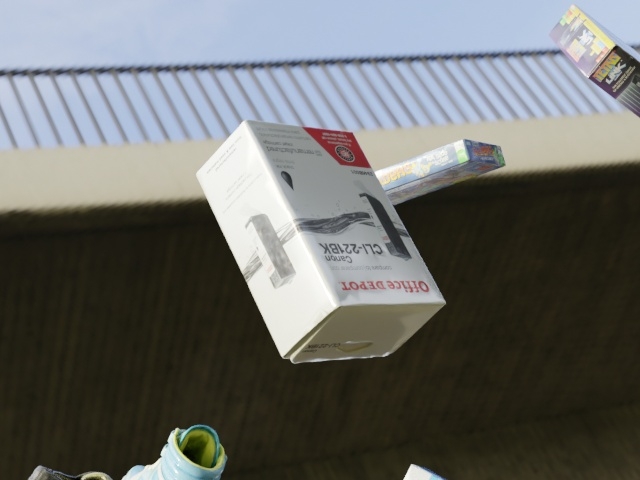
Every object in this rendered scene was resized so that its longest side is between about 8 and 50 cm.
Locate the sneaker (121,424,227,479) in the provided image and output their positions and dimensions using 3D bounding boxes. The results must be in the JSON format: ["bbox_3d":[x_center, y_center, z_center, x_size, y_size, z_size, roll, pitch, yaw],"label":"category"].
[{"bbox_3d":[-0.252,0.405,2.308,0.127,0.319,0.208,19,-89,-26],"label":"sneaker"}]

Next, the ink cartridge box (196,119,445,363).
[{"bbox_3d":[0.000,0.000,1.582,0.197,0.273,0.114,1,-36,-46],"label":"ink cartridge box"}]

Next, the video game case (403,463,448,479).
[{"bbox_3d":[0.197,0.497,1.921,0.061,0.269,0.244,31,-95,-59],"label":"video game case"}]

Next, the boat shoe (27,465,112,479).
[{"bbox_3d":[-0.253,0.295,1.463,0.073,0.080,0.223,-59,-33,1],"label":"boat shoe"}]

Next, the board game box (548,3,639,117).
[{"bbox_3d":[0.328,-0.176,1.408,0.141,0.170,0.048,32,-73,-16],"label":"board game box"}]

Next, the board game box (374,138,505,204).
[{"bbox_3d":[0.162,-0.101,1.990,0.201,0.035,0.136,-19,-10,28],"label":"board game box"}]
